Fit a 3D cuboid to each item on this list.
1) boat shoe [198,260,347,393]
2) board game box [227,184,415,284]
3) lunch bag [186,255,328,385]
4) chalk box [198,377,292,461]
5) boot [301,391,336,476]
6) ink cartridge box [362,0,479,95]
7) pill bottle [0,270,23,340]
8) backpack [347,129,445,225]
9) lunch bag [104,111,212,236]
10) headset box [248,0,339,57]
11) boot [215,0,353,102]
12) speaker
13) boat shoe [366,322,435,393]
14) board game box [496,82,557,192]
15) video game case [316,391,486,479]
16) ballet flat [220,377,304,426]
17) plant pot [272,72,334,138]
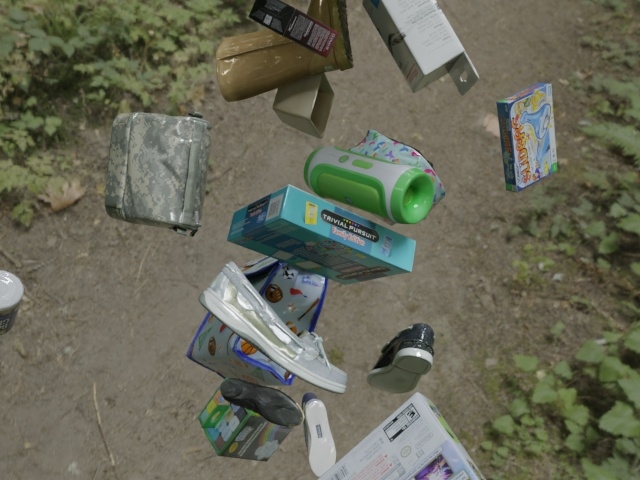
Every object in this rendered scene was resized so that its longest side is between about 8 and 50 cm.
[{"bbox_3d":[-0.073,0.169,1.168,0.320,0.118,0.103,36,80,2],"label":"boat shoe"},{"bbox_3d":[0.000,0.000,1.408,0.336,0.254,0.079,22,69,-28],"label":"board game box"},{"bbox_3d":[-0.162,0.188,1.758,0.239,0.328,0.385,38,62,-22],"label":"lunch bag"},{"bbox_3d":[-0.192,0.424,1.500,0.213,0.132,0.132,29,12,-44],"label":"chalk box"},{"bbox_3d":[-0.007,0.466,1.530,0.069,0.086,0.189,-5,95,-10],"label":"boot"},{"bbox_3d":[0.125,-0.260,0.812,0.060,0.104,0.180,-30,90,1],"label":"ink cartridge box"},{"bbox_3d":[-0.676,0.145,1.305,0.094,0.169,0.094,19,44,-20],"label":"pill bottle"},{"bbox_3d":[0.190,-0.155,1.640,0.191,0.253,0.225,-49,127,-11],"label":"backpack"},{"bbox_3d":[-0.396,-0.173,1.618,0.213,0.256,0.305,7,90,-45],"label":"lunch bag"},{"bbox_3d":[-0.026,-0.231,0.684,0.062,0.032,0.083,39,20,35],"label":"headset box"},{"bbox_3d":[-0.082,-0.418,1.265,0.270,0.089,0.236,-9,78,16],"label":"boot"},{"bbox_3d":[0.098,-0.125,1.379,0.131,0.131,0.297,-23,31,-36],"label":"speaker"},{"bbox_3d":[0.195,0.285,1.496,0.114,0.302,0.091,23,59,-8],"label":"boat shoe"},{"bbox_3d":[0.448,-0.222,1.364,0.136,0.201,0.035,-27,28,-25],"label":"board game box"},{"bbox_3d":[0.127,0.419,0.990,0.061,0.269,0.244,39,11,-40],"label":"video game case"},{"bbox_3d":[-0.103,0.289,1.142,0.173,0.049,0.057,17,78,23],"label":"ballet flat"},{"bbox_3d":[-0.039,-0.291,1.337,0.096,0.109,0.109,12,80,16],"label":"plant pot"}]
